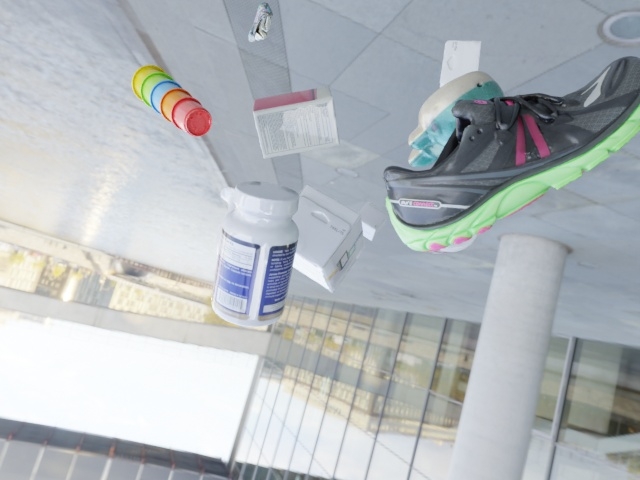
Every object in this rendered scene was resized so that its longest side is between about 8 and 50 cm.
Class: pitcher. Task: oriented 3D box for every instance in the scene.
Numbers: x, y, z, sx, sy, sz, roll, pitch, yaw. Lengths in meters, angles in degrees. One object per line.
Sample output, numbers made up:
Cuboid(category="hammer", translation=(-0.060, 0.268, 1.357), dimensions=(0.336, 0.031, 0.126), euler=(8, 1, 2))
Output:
Cuboid(category="pitcher", translation=(-0.171, -0.030, 1.281), dimensions=(0.178, 0.207, 0.125), euler=(-3, 153, 4))

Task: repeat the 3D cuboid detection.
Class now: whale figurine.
Cuboid(category="whale figurine", translation=(0.285, -0.227, 1.080), dimensions=(0.141, 0.216, 0.272), euler=(56, 156, 14))

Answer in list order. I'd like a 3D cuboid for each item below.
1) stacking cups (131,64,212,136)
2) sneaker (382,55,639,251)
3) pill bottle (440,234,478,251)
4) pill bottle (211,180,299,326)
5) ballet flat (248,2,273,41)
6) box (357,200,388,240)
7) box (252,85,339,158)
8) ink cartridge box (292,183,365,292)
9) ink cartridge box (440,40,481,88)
Cuboid(category="stacking cups", translation=(-0.336, -0.311, 1.165), dimensions=(0.096, 0.096, 0.316), euler=(25, -167, -48))
Cuboid(category="sneaker", translation=(0.315, -0.167, 0.816), dimensions=(0.202, 0.483, 0.185), euler=(59, -179, 0))
Cuboid(category="pill bottle", translation=(0.367, -0.043, 1.529), dimensions=(0.169, 0.169, 0.301), euler=(15, 178, 5))
Cuboid(category="pill bottle", translation=(-0.126, 0.024, 1.016), dimensions=(0.153, 0.264, 0.153), euler=(11, -160, -4))
Cuboid(category="ballet flat", translation=(-0.131, -0.470, 1.124), dimensions=(0.041, 0.041, 0.114), euler=(18, 153, -14))
Cuboid(category="box", translation=(0.194, -0.077, 2.004), dimensions=(0.101, 0.102, 0.087), euler=(33, 153, 13))
Cuboid(category="box", translation=(-0.071, -0.351, 1.504), dimensions=(0.232, 0.148, 0.126), euler=(-10, -148, 1))
Cuboid(category="ink cartridge box", translation=(0.000, 0.000, 1.563), dimensions=(0.198, 0.197, 0.270), euler=(32, 167, 18))
Cuboid(category="ink cartridge box", translation=(0.472, -0.504, 1.739), dimensions=(0.117, 0.207, 0.283), euler=(6, 156, 15))
